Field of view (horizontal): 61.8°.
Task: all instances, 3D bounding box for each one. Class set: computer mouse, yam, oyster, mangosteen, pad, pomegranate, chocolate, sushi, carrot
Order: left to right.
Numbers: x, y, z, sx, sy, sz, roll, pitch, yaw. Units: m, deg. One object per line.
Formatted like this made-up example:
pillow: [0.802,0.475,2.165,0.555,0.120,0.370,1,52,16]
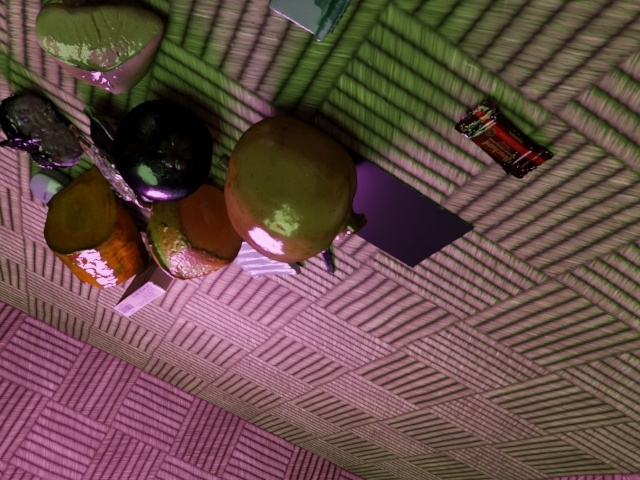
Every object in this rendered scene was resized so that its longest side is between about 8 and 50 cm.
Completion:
sushi: [-0.714,-0.261,1.349,0.115,0.147,0.212,-4,142,33]
computer mouse: [-0.827,-0.141,1.645,0.128,0.079,0.231,32,148,-10]
carrot: [-0.664,-0.023,1.566,0.241,0.241,0.341,12,146,16]
oyster: [-0.479,-0.184,1.343,0.158,0.162,0.351,-38,132,8]
mangosteen: [-0.351,-0.193,1.180,0.243,0.243,0.243,15,146,11]
yam: [-0.193,-0.149,1.304,0.032,0.032,0.145,-14,131,42]
pomegranate: [-0.066,-0.105,1.089,0.307,0.307,0.307,15,146,11]
pad: [0.136,-0.069,1.249,0.367,0.007,0.247,30,145,-11]
chocolate: [0.330,-0.179,0.966,0.182,0.028,0.086,32,138,-16]

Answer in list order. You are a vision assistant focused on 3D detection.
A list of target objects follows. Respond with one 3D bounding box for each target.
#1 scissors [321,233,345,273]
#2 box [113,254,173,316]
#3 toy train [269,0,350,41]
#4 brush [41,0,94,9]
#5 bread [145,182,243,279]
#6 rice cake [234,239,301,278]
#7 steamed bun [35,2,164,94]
scissors: [0.000,0.000,1.406,0.160,0.024,0.317,9,147,19]
box: [-0.519,0.104,1.676,0.069,0.214,0.353,38,143,-21]
toy train: [-0.017,-0.429,0.719,0.201,0.145,0.266,26,147,-11]
brush: [-0.462,-0.459,1.007,0.312,0.072,0.067,-15,117,41]
bread: [-0.314,-0.032,1.357,0.145,0.268,0.268,-19,129,31]
rice cake: [-0.178,0.047,1.560,0.198,0.037,0.189,-11,133,41]
steamed bun: [-0.430,-0.357,1.024,0.212,0.110,0.231,6,157,-30]
